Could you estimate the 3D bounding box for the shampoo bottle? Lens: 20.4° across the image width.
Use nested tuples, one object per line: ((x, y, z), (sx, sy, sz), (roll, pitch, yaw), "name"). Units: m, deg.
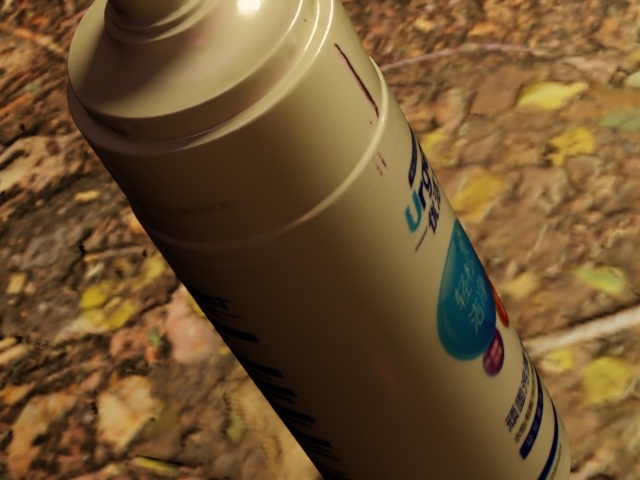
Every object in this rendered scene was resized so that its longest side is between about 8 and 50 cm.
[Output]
((0.000, 0.000, 0.586), (0.092, 0.303, 0.092), (-15, 46, 16), "shampoo bottle")
